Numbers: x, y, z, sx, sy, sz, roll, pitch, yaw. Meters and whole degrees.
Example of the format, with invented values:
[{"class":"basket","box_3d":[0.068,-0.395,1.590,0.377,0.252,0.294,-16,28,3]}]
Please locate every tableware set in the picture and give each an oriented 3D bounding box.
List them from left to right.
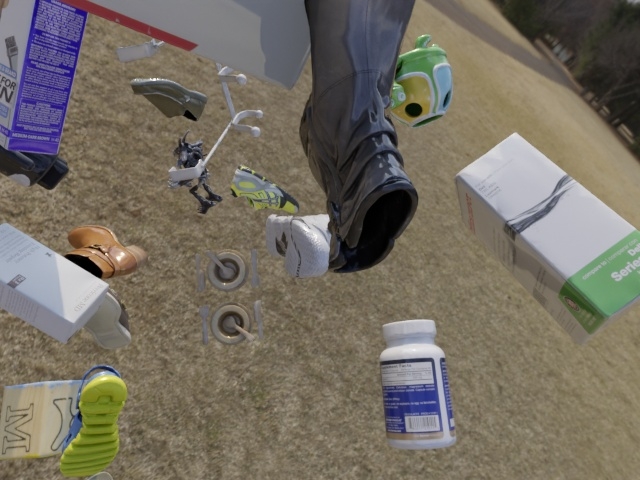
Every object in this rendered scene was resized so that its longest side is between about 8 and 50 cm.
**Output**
[{"class":"tableware set","box_3d":[-0.183,0.114,0.888,0.128,0.039,0.195,-5,84,-5]}]

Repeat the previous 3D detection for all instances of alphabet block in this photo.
[{"class":"alphabet block","box_3d":[-0.798,0.524,1.308,0.192,0.193,0.197,32,49,-61]}]

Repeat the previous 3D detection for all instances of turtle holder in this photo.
[{"class":"turtle holder","box_3d":[0.297,-0.483,1.378,0.320,0.243,0.228,-27,98,-78]}]

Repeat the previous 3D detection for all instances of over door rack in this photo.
[{"class":"over door rack","box_3d":[-0.210,-0.292,0.857,0.324,0.108,0.240,-65,148,-50]}]

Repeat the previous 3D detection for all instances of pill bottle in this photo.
[{"class":"pill bottle","box_3d":[0.214,0.321,1.003,0.153,0.153,0.265,12,66,-37]}]

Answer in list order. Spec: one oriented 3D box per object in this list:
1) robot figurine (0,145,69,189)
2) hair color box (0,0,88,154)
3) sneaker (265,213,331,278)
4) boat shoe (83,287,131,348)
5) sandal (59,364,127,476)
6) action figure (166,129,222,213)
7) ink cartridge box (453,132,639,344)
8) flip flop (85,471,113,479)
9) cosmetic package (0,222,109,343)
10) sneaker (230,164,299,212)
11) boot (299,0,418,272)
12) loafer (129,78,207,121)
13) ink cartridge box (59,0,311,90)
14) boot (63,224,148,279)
[{"class":"robot figurine","box_3d":[-0.915,-0.277,1.335,0.278,0.208,0.174,42,49,-41]},{"class":"hair color box","box_3d":[-0.566,-0.359,0.842,0.185,0.339,0.110,29,16,23]},{"class":"sneaker","box_3d":[0.000,0.000,1.105,0.210,0.365,0.138,-2,100,-21]},{"class":"boat shoe","box_3d":[-0.601,0.194,1.226,0.116,0.325,0.097,-10,55,-13]},{"class":"sandal","box_3d":[-0.556,0.439,1.092,0.126,0.318,0.138,16,14,-33]},{"class":"action figure","box_3d":[-0.432,-0.224,1.463,0.164,0.140,0.276,-73,153,-48]},{"class":"ink cartridge box","box_3d":[0.272,0.000,0.528,0.220,0.092,0.160,55,5,30]},{"class":"flip flop","box_3d":[-0.700,0.773,1.279,0.112,0.080,0.277,49,14,10]},{"class":"cosmetic package","box_3d":[-0.545,0.081,0.844,0.231,0.085,0.117,32,35,-9]},{"class":"sneaker","box_3d":[-0.258,-0.205,2.034,0.384,0.147,0.145,28,4,-41]},{"class":"boot","box_3d":[0.052,-0.127,0.436,0.118,0.338,0.223,-7,56,-7]},{"class":"loafer","box_3d":[-0.405,-0.380,1.208,0.251,0.094,0.088,-6,105,-61]},{"class":"ink cartridge box","box_3d":[-0.167,-0.395,0.579,0.278,0.161,0.385,10,38,-30]},{"class":"boot","box_3d":[-0.697,0.042,1.332,0.283,0.109,0.220,25,14,7]}]
